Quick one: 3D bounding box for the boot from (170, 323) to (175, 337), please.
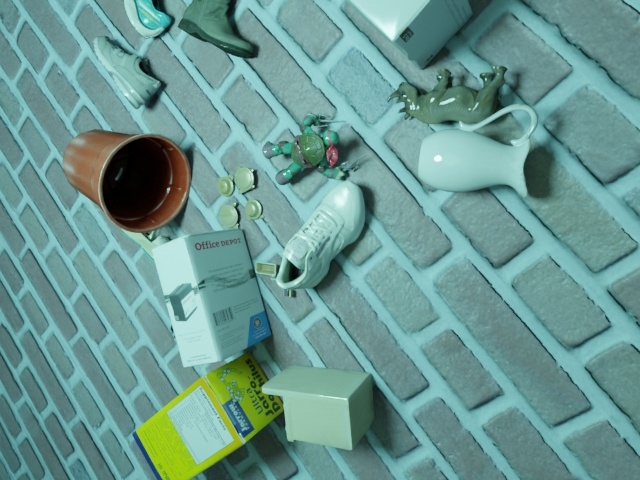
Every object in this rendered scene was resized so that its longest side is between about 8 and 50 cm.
[{"bbox_3d":[-0.389,0.264,1.315,0.099,0.045,0.121,49,114,17],"label":"boot"}]

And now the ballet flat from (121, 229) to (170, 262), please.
[{"bbox_3d":[-0.508,0.002,1.328,0.249,0.086,0.086,35,110,20],"label":"ballet flat"}]

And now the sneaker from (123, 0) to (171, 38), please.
[{"bbox_3d":[-0.505,-0.709,1.245,0.110,0.107,0.275,-23,90,8],"label":"sneaker"}]

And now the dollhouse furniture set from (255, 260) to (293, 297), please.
[{"bbox_3d":[-0.135,0.100,1.145,0.115,0.081,0.090,7,99,26],"label":"dollhouse furniture set"}]

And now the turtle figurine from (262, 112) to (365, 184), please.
[{"bbox_3d":[-0.022,-0.217,1.039,0.234,0.118,0.175,-15,89,33],"label":"turtle figurine"}]

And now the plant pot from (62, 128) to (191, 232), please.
[{"bbox_3d":[-0.559,-0.190,1.240,0.265,0.273,0.272,22,105,32],"label":"plant pot"}]

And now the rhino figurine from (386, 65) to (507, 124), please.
[{"bbox_3d":[0.251,-0.294,0.912,0.244,0.073,0.106,7,96,27],"label":"rhino figurine"}]

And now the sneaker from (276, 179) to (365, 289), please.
[{"bbox_3d":[0.000,0.000,1.028,0.114,0.152,0.305,36,109,21],"label":"sneaker"}]

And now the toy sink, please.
[{"bbox_3d":[-0.005,0.403,1.076,0.234,0.153,0.131,-2,95,26],"label":"toy sink"}]

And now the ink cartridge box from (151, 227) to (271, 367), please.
[{"bbox_3d":[-0.275,0.138,1.140,0.129,0.223,0.307,-17,88,29],"label":"ink cartridge box"}]

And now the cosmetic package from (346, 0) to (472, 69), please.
[{"bbox_3d":[0.104,-0.543,0.879,0.385,0.217,0.156,48,114,12],"label":"cosmetic package"}]

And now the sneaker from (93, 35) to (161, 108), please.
[{"bbox_3d":[-0.565,-0.508,1.302,0.115,0.105,0.281,-35,73,-9],"label":"sneaker"}]

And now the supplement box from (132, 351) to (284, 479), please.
[{"bbox_3d":[-0.309,0.499,1.216,0.357,0.195,0.194,-41,78,25],"label":"supplement box"}]

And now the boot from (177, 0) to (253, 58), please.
[{"bbox_3d":[-0.253,-0.582,1.131,0.247,0.083,0.161,32,103,19],"label":"boot"}]

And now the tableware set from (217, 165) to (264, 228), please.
[{"bbox_3d":[-0.226,-0.116,1.201,0.141,0.020,0.168,-7,94,29],"label":"tableware set"}]

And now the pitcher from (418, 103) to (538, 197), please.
[{"bbox_3d":[0.306,-0.179,0.866,0.207,0.125,0.177,9,109,18],"label":"pitcher"}]
